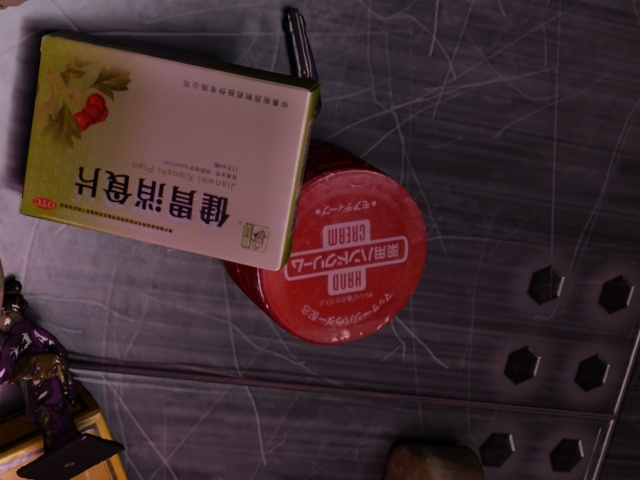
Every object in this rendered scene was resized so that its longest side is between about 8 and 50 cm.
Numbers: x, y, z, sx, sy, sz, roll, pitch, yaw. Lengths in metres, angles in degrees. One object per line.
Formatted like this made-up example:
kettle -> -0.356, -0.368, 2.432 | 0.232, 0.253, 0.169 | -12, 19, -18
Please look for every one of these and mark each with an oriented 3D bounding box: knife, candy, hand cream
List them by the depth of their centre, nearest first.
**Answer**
knife -> -0.021, -0.177, 1.634 | 0.031, 0.018, 0.121 | -19, 113, -19
hand cream -> 0.000, 0.000, 1.645 | 0.193, 0.125, 0.193 | -8, 111, -20
candy -> 0.116, 0.344, 1.833 | 0.104, 0.102, 0.234 | 4, 108, -25

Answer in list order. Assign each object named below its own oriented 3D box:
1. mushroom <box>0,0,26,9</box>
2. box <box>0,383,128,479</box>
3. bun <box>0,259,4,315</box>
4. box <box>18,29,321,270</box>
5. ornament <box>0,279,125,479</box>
mushroom -> -0.327, -0.305, 1.411 | 0.116, 0.093, 0.225 | -31, 125, 13
box -> -0.336, 0.296, 1.625 | 0.301, 0.084, 0.193 | -24, 116, -14
bun -> -0.397, 0.056, 1.480 | 0.231, 0.133, 0.231 | -4, 108, -14
box -> -0.142, -0.087, 1.515 | 0.260, 0.062, 0.175 | 12, 106, 7
ornament -> -0.279, 0.136, 1.557 | 0.081, 0.203, 0.088 | -35, 158, 7
